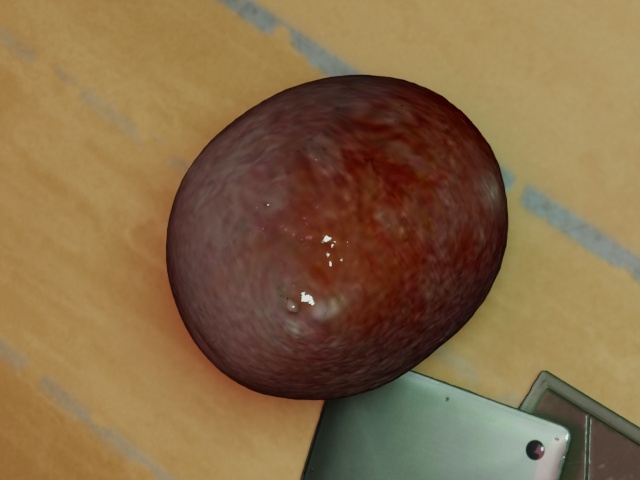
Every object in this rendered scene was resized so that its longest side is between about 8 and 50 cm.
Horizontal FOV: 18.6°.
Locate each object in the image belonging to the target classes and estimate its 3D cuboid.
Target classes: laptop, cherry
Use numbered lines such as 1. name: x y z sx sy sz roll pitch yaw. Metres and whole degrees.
1. laptop: 0.052 0.226 1.324 0.187 0.015 0.269 18 92 31
2. cherry: 0.000 -0.007 1.263 0.239 0.239 0.206 -28 69 18

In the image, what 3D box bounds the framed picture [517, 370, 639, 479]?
1. framed picture: 0.162 0.237 1.293 0.184 0.016 0.250 30 97 22
